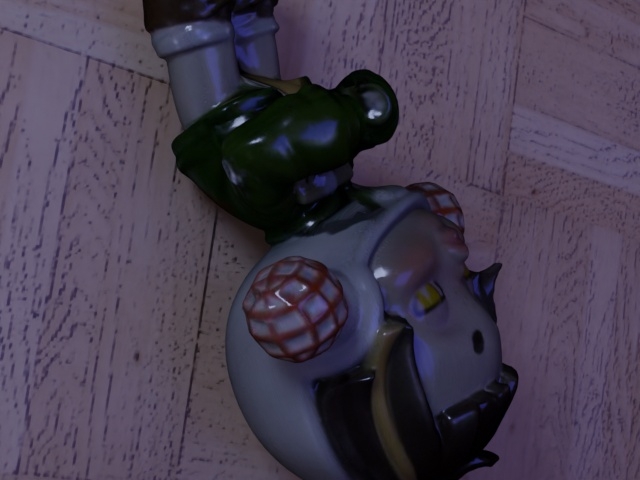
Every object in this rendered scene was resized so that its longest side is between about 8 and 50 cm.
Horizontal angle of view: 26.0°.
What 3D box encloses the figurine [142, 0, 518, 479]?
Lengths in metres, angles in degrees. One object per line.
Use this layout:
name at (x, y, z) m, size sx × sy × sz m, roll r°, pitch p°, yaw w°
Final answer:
figurine at (0.000, 0.000, 0.838) m, size 0.370 × 0.167 × 0.281 m, roll 67°, pitch 25°, yaw -4°
